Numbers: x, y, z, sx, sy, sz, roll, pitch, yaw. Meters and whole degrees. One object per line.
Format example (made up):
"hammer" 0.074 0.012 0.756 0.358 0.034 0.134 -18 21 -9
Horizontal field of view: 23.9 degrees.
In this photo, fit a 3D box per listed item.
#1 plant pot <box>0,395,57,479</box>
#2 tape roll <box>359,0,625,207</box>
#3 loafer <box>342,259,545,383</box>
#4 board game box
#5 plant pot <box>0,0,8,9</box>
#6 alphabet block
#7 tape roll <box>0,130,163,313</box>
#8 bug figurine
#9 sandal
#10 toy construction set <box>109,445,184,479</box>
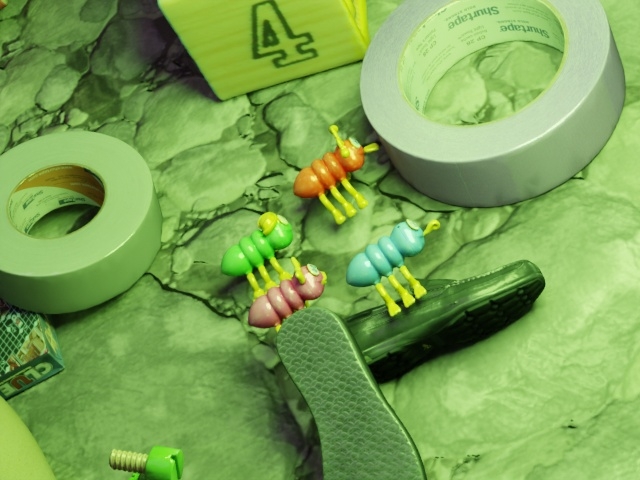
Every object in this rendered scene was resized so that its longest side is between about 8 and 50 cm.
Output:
"plant pot" -0.370 0.268 1.491 0.191 0.284 0.284 24 67 4
"tape roll" 0.185 -0.172 1.633 0.275 0.090 0.275 -12 53 16
"loafer" 0.113 0.067 1.504 0.223 0.076 0.078 -25 58 11
"board game box" -0.398 0.085 1.751 0.165 0.042 0.243 -27 50 5
"plant pot" -0.565 -0.366 2.020 0.243 0.275 0.275 -20 50 -1
"alphabet block" -0.066 -0.311 1.779 0.197 0.193 0.192 -16 54 14
"tape roll" -0.292 -0.023 1.725 0.219 0.072 0.219 -4 50 4
"bug figurine" 0.000 0.000 1.564 0.216 0.072 0.279 -38 33 4
"sandal" 0.038 0.181 1.446 0.097 0.054 0.254 -23 71 10
"toy construction set" -0.065 0.362 1.302 0.237 0.257 0.309 6 72 13
